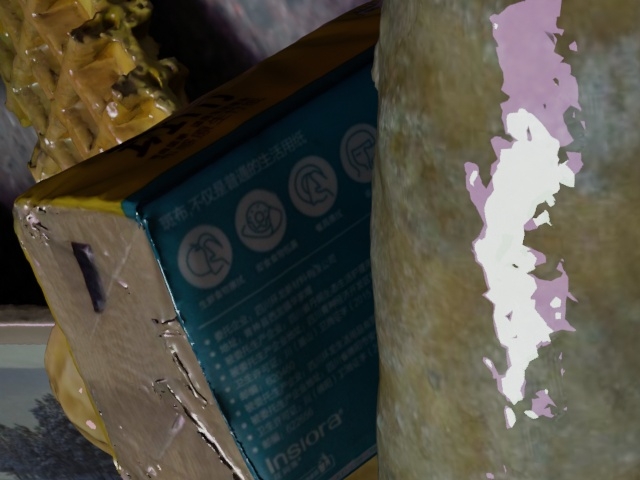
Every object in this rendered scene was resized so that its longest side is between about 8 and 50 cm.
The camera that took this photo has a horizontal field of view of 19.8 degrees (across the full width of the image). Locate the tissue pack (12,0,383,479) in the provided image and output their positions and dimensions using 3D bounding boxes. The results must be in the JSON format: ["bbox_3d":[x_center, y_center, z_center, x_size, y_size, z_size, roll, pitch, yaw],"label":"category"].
[{"bbox_3d":[0.000,0.000,0.597,0.082,0.169,0.120,4,121,52],"label":"tissue pack"}]

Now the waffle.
[{"bbox_3d":[-0.082,-0.064,0.721,0.192,0.046,0.161,32,137,47],"label":"waffle"}]

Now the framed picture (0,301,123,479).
[{"bbox_3d":[-0.188,0.102,0.879,0.289,0.016,0.213,-1,138,24],"label":"framed picture"}]

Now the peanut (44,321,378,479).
[{"bbox_3d":[-0.019,0.064,0.686,0.194,0.083,0.093,27,157,-29],"label":"peanut"}]

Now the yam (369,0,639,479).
[{"bbox_3d":[0.074,0.038,0.524,0.133,0.133,0.330,23,122,37],"label":"yam"}]
